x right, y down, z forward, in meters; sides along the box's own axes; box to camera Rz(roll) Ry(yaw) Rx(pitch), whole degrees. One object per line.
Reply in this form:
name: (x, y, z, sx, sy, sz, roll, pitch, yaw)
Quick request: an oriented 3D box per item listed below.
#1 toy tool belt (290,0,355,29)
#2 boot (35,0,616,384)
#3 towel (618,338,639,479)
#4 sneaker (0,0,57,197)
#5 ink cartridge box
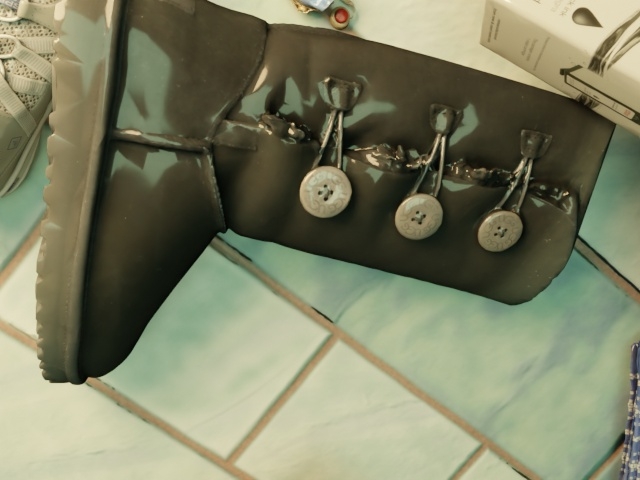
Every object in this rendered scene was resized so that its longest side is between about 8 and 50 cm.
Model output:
toy tool belt: (-0.002, -0.230, 0.446, 0.083, 0.051, 0.052, 44, 94, -13)
boot: (0.001, -0.002, 0.458, 0.445, 0.146, 0.367, 7, 122, -21)
towel: (0.483, 0.271, 0.618, 0.243, 0.040, 0.336, -3, 104, -8)
sneaker: (-0.252, -0.128, 0.371, 0.105, 0.115, 0.281, 23, 116, -14)
ink cartridge box: (0.243, -0.167, 0.347, 0.203, 0.086, 0.148, 37, 95, 14)
